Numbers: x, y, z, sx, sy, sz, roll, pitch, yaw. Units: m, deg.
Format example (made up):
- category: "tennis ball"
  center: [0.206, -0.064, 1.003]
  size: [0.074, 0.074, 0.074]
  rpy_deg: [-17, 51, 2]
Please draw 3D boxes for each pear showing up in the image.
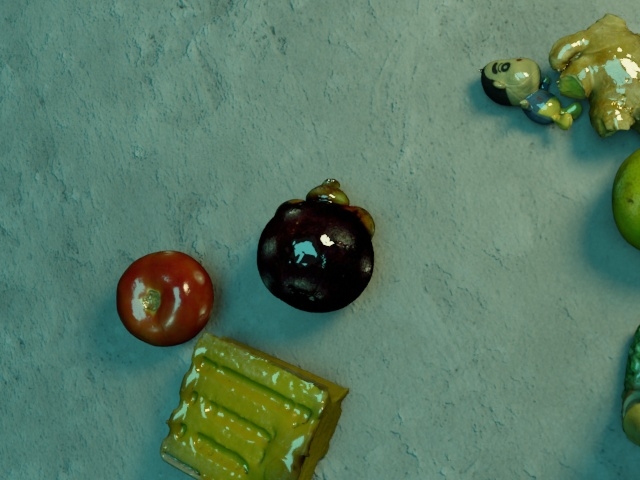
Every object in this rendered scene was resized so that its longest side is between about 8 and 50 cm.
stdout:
- category: "pear"
  center: [0.513, -0.078, 1.011]
  size: [0.166, 0.216, 0.180]
  rpy_deg: [-25, 49, -21]

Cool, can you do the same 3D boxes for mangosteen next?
- category: "mangosteen"
  center: [0.000, 0.000, 1.228]
  size: [0.211, 0.211, 0.250]
  rpy_deg: [2, 59, 22]

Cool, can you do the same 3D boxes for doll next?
- category: "doll"
  center: [0.339, -0.246, 1.156]
  size: [0.179, 0.102, 0.089]
  rpy_deg: [29, 137, 20]

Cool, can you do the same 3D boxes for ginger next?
- category: "ginger"
  center: [0.461, -0.242, 1.087]
  size: [0.157, 0.102, 0.216]
  rpy_deg: [-31, 86, -9]

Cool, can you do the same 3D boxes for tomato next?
- category: "tomato"
  center: [-0.295, 0.112, 1.365]
  size: [0.195, 0.136, 0.195]
  rpy_deg: [-1, 88, 19]

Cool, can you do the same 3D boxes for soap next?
- category: "soap"
  center: [-0.126, 0.332, 1.281]
  size: [0.281, 0.143, 0.259]
  rpy_deg: [22, 91, 21]

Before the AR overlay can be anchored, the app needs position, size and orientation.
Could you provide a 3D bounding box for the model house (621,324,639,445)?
- category: "model house"
  center: [0.539, 0.228, 0.919]
  size: [0.267, 0.325, 0.194]
  rpy_deg: [12, 90, 22]
